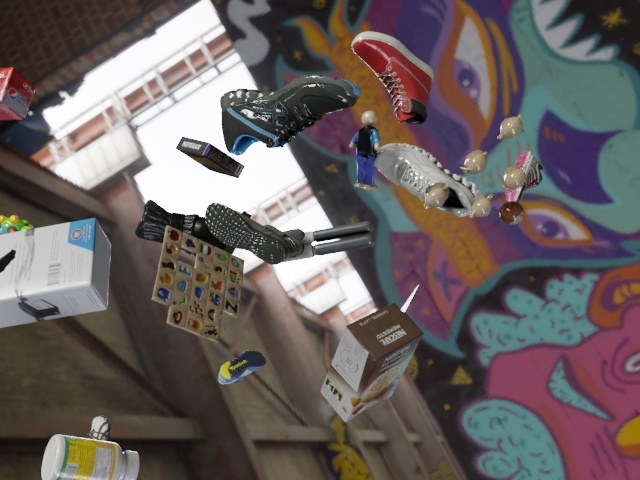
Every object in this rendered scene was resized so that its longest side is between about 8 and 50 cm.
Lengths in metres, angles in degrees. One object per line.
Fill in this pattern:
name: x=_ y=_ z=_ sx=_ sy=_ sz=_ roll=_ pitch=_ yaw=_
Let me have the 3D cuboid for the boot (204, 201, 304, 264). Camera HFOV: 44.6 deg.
boot: x=-0.168 y=-0.017 z=1.985 sx=0.246 sy=0.083 sz=0.161 roll=32 pitch=-167 yaw=9

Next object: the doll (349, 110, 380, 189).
doll: x=0.111 y=-0.223 z=1.913 sx=0.129 sy=0.046 sz=0.189 roll=26 pitch=116 yaw=58

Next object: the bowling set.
bowling set: x=0.385 y=-0.122 z=1.702 sx=0.200 sy=0.287 sz=0.154 roll=44 pitch=-166 yaw=2

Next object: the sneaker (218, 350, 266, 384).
sneaker: x=-0.203 y=0.324 z=1.983 sx=0.144 sy=0.059 sz=0.053 roll=-16 pitch=-121 yaw=-41

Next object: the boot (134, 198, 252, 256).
boot: x=-0.354 y=-0.037 z=2.108 sx=0.260 sy=0.131 sz=0.348 roll=29 pitch=152 yaw=-15

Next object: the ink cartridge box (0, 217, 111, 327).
ink cartridge box: x=-0.720 y=0.086 z=2.035 sx=0.129 sy=0.307 sz=0.223 roll=78 pitch=-178 yaw=-53

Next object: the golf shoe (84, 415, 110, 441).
golf shoe: x=-0.678 y=0.595 z=2.323 sx=0.094 sy=0.077 sz=0.198 roll=22 pitch=-155 yaw=-30

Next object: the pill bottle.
pill bottle: x=-0.549 y=0.538 z=1.876 sx=0.208 sy=0.117 sz=0.117 roll=18 pitch=-149 yaw=-29

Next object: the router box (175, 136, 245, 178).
router box: x=-0.313 y=-0.235 z=2.204 sx=0.133 sy=0.046 sz=0.179 roll=33 pitch=172 yaw=-36

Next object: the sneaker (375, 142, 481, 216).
sneaker: x=0.261 y=-0.149 z=1.936 sx=0.292 sy=0.110 sz=0.118 roll=29 pitch=-154 yaw=9

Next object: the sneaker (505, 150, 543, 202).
sneaker: x=0.532 y=-0.152 z=2.011 sx=0.075 sy=0.063 sz=0.170 roll=34 pitch=-123 yaw=-13

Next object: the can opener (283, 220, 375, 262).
can opener: x=0.000 y=0.000 z=2.084 sx=0.095 sy=0.283 sz=0.076 roll=41 pitch=-140 yaw=-70

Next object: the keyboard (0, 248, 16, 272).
keyboard: x=-0.835 y=0.136 z=1.778 sx=0.033 sy=0.317 sz=0.201 roll=53 pitch=-157 yaw=-13

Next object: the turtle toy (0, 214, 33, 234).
turtle toy: x=-0.965 y=-0.034 z=2.484 sx=0.095 sy=0.130 sz=0.066 roll=47 pitch=-132 yaw=-58

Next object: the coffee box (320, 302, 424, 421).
coffee box: x=0.105 y=0.262 z=1.661 sx=0.098 sy=0.141 sz=0.246 roll=48 pitch=144 yaw=27

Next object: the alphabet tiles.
alphabet tiles: x=-0.255 y=0.097 z=1.649 sx=0.198 sy=0.009 sz=0.237 roll=26 pitch=-136 yaw=-26

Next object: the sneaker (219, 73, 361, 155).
sneaker: x=-0.065 y=-0.266 z=1.686 sx=0.125 sy=0.341 sz=0.139 roll=17 pitch=-110 yaw=-57

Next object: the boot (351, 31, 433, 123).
boot: x=0.172 y=-0.387 z=1.899 sx=0.244 sy=0.088 sz=0.176 roll=26 pitch=-120 yaw=-27

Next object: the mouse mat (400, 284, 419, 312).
mouse mat: x=0.215 y=0.217 z=2.162 sx=0.007 sy=0.189 sz=0.152 roll=30 pitch=-132 yaw=4

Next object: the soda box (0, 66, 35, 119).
soda box: x=-0.788 y=-0.329 z=1.775 sx=0.083 sy=0.263 sz=0.092 roll=52 pitch=-136 yaw=-61
